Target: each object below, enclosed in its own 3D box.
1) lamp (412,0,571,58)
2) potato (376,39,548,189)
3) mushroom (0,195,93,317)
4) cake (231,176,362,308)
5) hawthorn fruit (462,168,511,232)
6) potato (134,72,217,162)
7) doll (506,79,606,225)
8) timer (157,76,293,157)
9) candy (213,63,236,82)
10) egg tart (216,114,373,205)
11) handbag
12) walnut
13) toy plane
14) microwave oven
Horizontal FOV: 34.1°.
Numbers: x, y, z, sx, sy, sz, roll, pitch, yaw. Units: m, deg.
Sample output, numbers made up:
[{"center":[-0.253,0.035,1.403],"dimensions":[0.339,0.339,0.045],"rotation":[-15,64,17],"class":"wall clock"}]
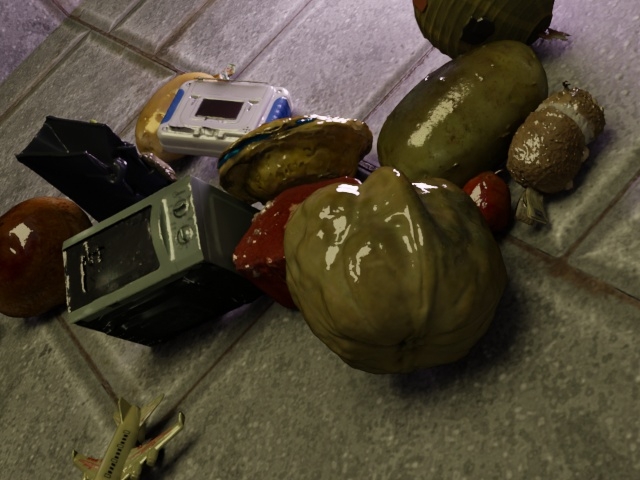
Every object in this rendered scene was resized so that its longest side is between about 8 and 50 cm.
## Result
[{"center":[0.295,-0.403,1.755],"dimensions":[0.284,0.250,0.250],"rotation":[38,80,16],"class":"lamp"},{"center":[0.218,-0.182,1.612],"dimensions":[0.307,0.173,0.210],"rotation":[-40,18,3],"class":"potato"},{"center":[-0.623,0.035,2.230],"dimensions":[0.283,0.195,0.263],"rotation":[-18,70,42],"class":"mushroom"},{"center":[0.000,0.000,1.661],"dimensions":[0.283,0.151,0.177],"rotation":[-15,46,43],"class":"cake"},{"center":[0.243,-0.060,1.529],"dimensions":[0.081,0.081,0.093],"rotation":[4,75,48],"class":"hawthorn fruit"},{"center":[-0.310,-0.271,2.295],"dimensions":[0.234,0.150,0.146],"rotation":[-46,10,-15],"class":"potato"},{"center":[0.327,-0.124,1.506],"dimensions":[0.105,0.115,0.221],"rotation":[18,74,53],"class":"doll"},{"center":[-0.197,-0.252,2.134],"dimensions":[0.253,0.078,0.178],"rotation":[7,53,18],"class":"timer"},{"center":[-0.253,-0.338,2.399],"dimensions":[0.182,0.046,0.053],"rotation":[-47,30,-15],"class":"candy"},{"center":[-0.038,-0.122,1.780],"dimensions":[0.291,0.291,0.107],"rotation":[-25,71,25],"class":"egg tart"},{"center":[-0.408,-0.119,2.079],"dimensions":[0.329,0.303,0.122],"rotation":[9,62,50],"class":"handbag"},{"center":[0.099,0.039,1.403],"dimensions":[0.282,0.253,0.277],"rotation":[-25,45,5],"class":"walnut"},{"center":[-0.312,0.352,1.647],"dimensions":[0.229,0.092,0.244],"rotation":[-23,39,25],"class":"toy plane"},{"center":[-0.258,0.051,1.790],"dimensions":[0.295,0.237,0.181],"rotation":[-25,60,25],"class":"microwave oven"}]
